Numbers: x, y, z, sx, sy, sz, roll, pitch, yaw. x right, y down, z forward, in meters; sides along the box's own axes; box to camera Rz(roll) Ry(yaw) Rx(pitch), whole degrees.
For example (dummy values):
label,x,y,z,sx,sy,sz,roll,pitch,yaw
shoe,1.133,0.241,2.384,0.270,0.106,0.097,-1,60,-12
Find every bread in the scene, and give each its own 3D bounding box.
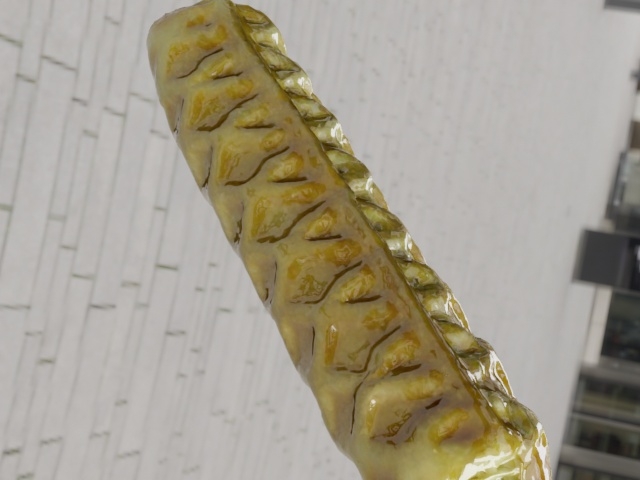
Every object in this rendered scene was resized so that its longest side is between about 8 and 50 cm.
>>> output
label,x,y,z,sx,sy,sz,roll,pitch,yaw
bread,0.001,-0.001,0.658,0.084,0.367,0.077,15,125,-45
